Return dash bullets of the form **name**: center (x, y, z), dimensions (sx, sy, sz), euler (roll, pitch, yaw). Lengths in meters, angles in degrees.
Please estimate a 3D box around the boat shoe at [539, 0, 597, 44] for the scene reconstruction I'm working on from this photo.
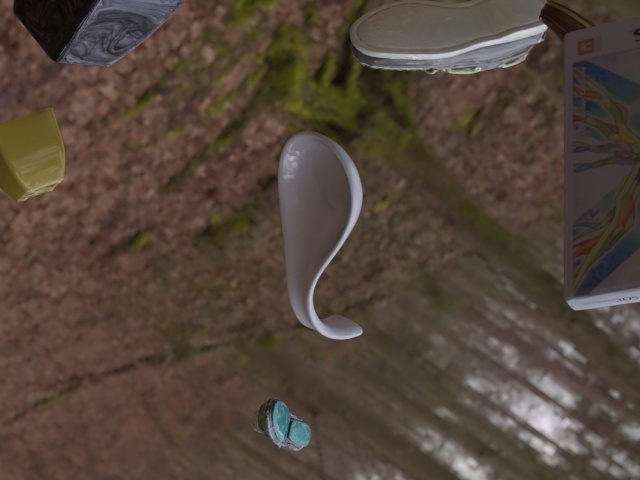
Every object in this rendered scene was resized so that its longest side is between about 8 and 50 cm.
- **boat shoe**: center (0.321, -0.211, 1.697), dimensions (0.060, 0.178, 0.064), euler (-48, 170, 4)

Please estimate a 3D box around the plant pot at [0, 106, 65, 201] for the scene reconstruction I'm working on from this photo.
- **plant pot**: center (-0.338, -0.093, 1.663), dimensions (0.081, 0.083, 0.081), euler (-23, 179, -29)

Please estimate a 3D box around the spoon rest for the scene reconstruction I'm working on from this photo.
- **spoon rest**: center (0.000, 0.000, 1.757), dimensions (0.084, 0.276, 0.137), euler (-25, -149, -36)

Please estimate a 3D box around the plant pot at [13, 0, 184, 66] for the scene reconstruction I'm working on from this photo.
- **plant pot**: center (-0.353, -0.367, 2.189), dimensions (0.187, 0.188, 0.167), euler (-5, 138, -54)

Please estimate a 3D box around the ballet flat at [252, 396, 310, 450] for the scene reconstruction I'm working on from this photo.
- **ballet flat**: center (-0.073, 0.290, 2.264), dimensions (0.070, 0.070, 0.188), euler (-55, 153, -11)

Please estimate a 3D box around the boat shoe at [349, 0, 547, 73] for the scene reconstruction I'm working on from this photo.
- **boat shoe**: center (0.175, -0.273, 1.983), dimensions (0.305, 0.109, 0.091), euler (-12, 148, -23)

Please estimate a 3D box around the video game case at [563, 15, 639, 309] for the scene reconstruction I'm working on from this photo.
- **video game case**: center (0.391, -0.102, 1.460), dimensions (0.300, 0.036, 0.329), euler (-10, -120, 27)
